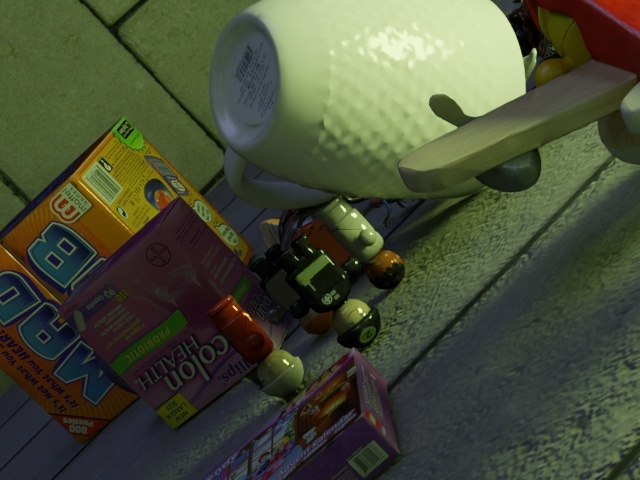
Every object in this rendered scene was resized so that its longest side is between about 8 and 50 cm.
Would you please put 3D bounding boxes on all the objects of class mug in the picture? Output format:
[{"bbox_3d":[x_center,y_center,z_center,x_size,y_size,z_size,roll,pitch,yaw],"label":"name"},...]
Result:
[{"bbox_3d":[0.020,-0.162,1.739,0.328,0.276,0.374,-1,-34,-35],"label":"mug"}]

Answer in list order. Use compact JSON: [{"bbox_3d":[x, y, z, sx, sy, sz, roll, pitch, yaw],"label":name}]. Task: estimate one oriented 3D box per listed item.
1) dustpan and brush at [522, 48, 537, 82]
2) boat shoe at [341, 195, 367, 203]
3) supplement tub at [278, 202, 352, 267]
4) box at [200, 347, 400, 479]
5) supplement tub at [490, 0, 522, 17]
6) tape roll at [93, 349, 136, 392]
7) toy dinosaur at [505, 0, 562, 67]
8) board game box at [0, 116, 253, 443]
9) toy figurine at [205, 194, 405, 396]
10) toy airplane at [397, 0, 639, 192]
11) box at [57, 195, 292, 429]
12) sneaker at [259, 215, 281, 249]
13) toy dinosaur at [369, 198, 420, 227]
[{"bbox_3d":[0.236,-0.178,1.812,0.211,0.060,0.147,100,-172,-47],"label":"dustpan and brush"},{"bbox_3d":[0.132,-0.160,2.123,0.285,0.103,0.092,-37,7,4],"label":"boat shoe"},{"bbox_3d":[0.000,0.000,1.939,0.117,0.117,0.190,-42,11,5],"label":"supplement tub"},{"bbox_3d":[-0.053,0.247,1.352,0.293,0.057,0.201,-42,10,8],"label":"box"},{"bbox_3d":[0.185,-0.331,2.252,0.193,0.193,0.316,-49,0,-26],"label":"supplement tub"},{"bbox_3d":[-0.249,0.145,2.087,0.189,0.189,0.080,-47,11,-18],"label":"tape roll"},{"bbox_3d":[0.353,-0.315,1.821,0.322,0.164,0.218,-42,-5,33],"label":"toy dinosaur"},{"bbox_3d":[-0.387,0.062,2.443,0.356,0.356,0.356,-40,12,18],"label":"board game box"},{"bbox_3d":[-0.008,0.069,1.671,0.213,0.148,0.209,-39,6,32],"label":"toy figurine"},{"bbox_3d":[0.302,-0.166,1.257,0.386,0.272,0.384,6,51,26],"label":"toy airplane"},{"bbox_3d":[-0.204,0.104,1.936,0.213,0.243,0.117,-38,12,23],"label":"box"},{"bbox_3d":[-0.025,-0.020,2.236,0.083,0.084,0.215,-34,8,-32],"label":"sneaker"},{"bbox_3d":[0.105,-0.066,1.960,0.082,0.090,0.047,3,20,31],"label":"toy dinosaur"}]
